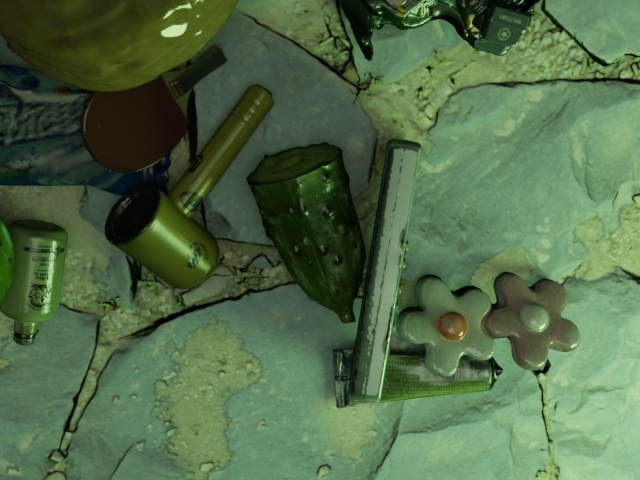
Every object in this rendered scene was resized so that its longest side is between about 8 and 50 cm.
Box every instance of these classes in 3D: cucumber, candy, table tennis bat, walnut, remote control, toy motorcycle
[{"bbox_3d":[0.000,-0.001,1.511,0.134,0.134,0.244,-19,107,-3],"label":"cucumber"},{"bbox_3d":[-0.351,-0.147,1.459,0.331,0.077,0.187,5,103,-13],"label":"candy"},{"bbox_3d":[-0.208,-0.176,1.457,0.220,0.019,0.130,-41,123,-19],"label":"table tennis bat"},{"bbox_3d":[-0.243,-0.367,1.303,0.383,0.383,0.383,-2,103,-7],"label":"walnut"},{"bbox_3d":[0.084,0.039,1.509,0.050,0.145,0.344,9,98,2],"label":"remote control"},{"bbox_3d":[0.139,-0.303,1.461,0.274,0.125,0.187,14,114,-15],"label":"toy motorcycle"}]

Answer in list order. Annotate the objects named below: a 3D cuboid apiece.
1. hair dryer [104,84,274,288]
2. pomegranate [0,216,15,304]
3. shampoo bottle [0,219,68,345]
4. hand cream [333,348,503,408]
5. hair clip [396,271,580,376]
[{"bbox_3d":[-0.145,-0.077,1.495,0.279,0.090,0.135,-54,130,-7],"label":"hair dryer"},{"bbox_3d":[-0.492,0.020,1.392,0.211,0.211,0.263,-46,130,4],"label":"pomegranate"},{"bbox_3d":[-0.378,0.058,1.500,0.079,0.079,0.162,9,101,-9],"label":"shampoo bottle"},{"bbox_3d":[0.136,0.187,1.614,0.235,0.055,0.086,-4,97,2],"label":"hand cream"},{"bbox_3d":[0.230,0.115,1.585,0.257,0.075,0.146,-4,66,-3],"label":"hair clip"}]
